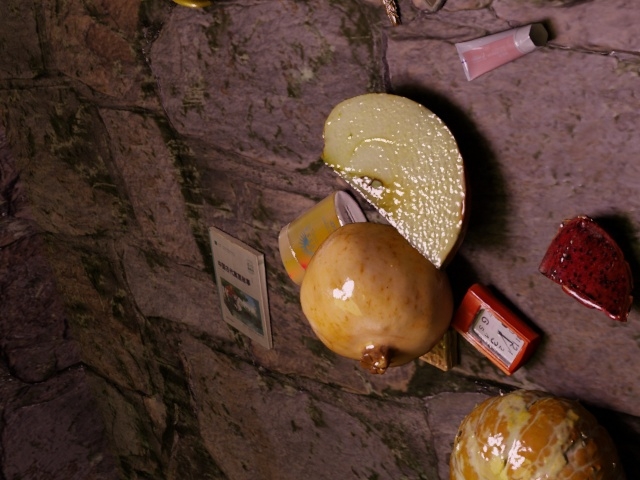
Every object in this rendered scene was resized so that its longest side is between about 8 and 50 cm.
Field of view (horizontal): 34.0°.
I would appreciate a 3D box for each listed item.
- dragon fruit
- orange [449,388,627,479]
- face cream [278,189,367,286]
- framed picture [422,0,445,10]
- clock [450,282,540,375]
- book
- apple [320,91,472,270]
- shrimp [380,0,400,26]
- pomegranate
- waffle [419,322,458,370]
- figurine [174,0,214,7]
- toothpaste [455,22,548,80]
[{"bbox_3d":[0.441,0.044,1.680,0.161,0.120,0.127,35,99,-1],"label":"dragon fruit"},{"bbox_3d":[0.386,0.416,1.836,0.329,0.249,0.329,28,136,31],"label":"orange"},{"bbox_3d":[0.000,0.000,2.231,0.285,0.067,0.139,-33,82,56],"label":"face cream"},{"bbox_3d":[0.183,-0.522,1.687,0.189,0.023,0.260,53,145,16],"label":"framed picture"},{"bbox_3d":[0.325,0.160,1.916,0.155,0.061,0.113,44,141,21],"label":"clock"},{"bbox_3d":[-0.199,0.119,2.614,0.215,0.025,0.282,26,133,43],"label":"book"},{"bbox_3d":[0.150,-0.109,1.867,0.346,0.179,0.254,45,154,23],"label":"apple"},{"bbox_3d":[0.125,-0.427,1.814,0.083,0.023,0.114,12,123,64],"label":"shrimp"},{"bbox_3d":[0.109,0.098,1.969,0.307,0.307,0.307,31,134,38],"label":"pomegranate"},{"bbox_3d":[0.212,0.193,2.099,0.148,0.042,0.102,24,129,44],"label":"waffle"},{"bbox_3d":[-0.285,-0.631,2.098,0.283,0.205,0.338,-123,38,-58],"label":"figurine"},{"bbox_3d":[0.286,-0.306,1.681,0.194,0.043,0.067,-7,108,60],"label":"toothpaste"}]
